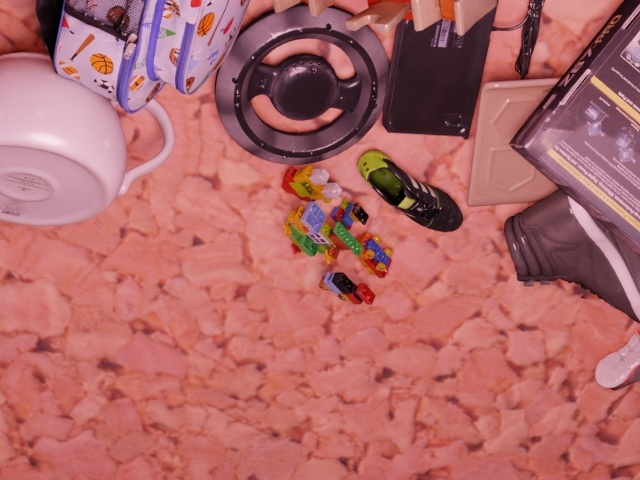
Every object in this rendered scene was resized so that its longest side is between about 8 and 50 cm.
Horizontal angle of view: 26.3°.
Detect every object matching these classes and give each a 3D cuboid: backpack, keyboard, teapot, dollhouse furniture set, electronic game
[{"bbox_3d":[-0.192,-0.283,1.578,0.213,0.276,0.263,36,131,6],"label":"backpack"},{"bbox_3d":[0.195,-0.274,1.747,0.201,0.033,0.317,3,122,-10],"label":"keyboard"},{"bbox_3d":[-0.348,-0.145,1.693,0.252,0.187,0.256,-9,150,21],"label":"teapot"},{"bbox_3d":[0.073,-0.376,1.581,0.262,0.135,0.259,13,128,33],"label":"dollhouse furniture set"},{"bbox_3d":[-0.022,-0.198,1.761,0.229,0.048,0.229,-7,125,-10],"label":"electronic game"}]

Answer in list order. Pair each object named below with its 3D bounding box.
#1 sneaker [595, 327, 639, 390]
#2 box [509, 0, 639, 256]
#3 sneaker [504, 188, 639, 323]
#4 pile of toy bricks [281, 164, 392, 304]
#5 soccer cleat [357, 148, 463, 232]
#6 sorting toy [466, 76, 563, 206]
[{"bbox_3d":[0.482,0.171,2.036,0.158,0.061,0.065,-30,146,13],"label":"sneaker"},{"bbox_3d":[0.489,-0.118,1.729,0.395,0.097,0.318,38,90,-9],"label":"box"},{"bbox_3d":[0.359,0.034,1.917,0.147,0.104,0.296,-21,132,27],"label":"sneaker"},{"bbox_3d":[0.000,0.000,1.864,0.105,0.118,0.212,-1,143,41],"label":"pile of toy bricks"},{"bbox_3d":[0.121,-0.056,1.845,0.179,0.072,0.060,33,112,-22],"label":"soccer cleat"},{"bbox_3d":[0.294,-0.135,1.823,0.193,0.038,0.208,-5,131,-10],"label":"sorting toy"}]
